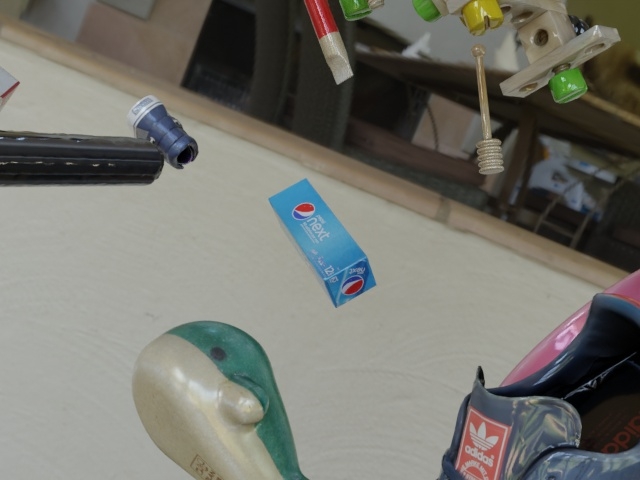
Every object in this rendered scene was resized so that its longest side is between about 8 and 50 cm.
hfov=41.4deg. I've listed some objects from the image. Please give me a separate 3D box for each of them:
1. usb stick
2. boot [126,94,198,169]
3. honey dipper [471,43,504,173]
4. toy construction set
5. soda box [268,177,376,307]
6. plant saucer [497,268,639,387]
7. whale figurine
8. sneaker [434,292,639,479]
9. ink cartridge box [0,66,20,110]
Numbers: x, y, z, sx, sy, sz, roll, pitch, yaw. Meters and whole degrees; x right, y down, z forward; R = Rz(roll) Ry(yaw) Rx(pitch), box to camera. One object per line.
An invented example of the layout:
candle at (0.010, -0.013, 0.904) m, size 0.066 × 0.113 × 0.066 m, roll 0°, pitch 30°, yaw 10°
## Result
usb stick at (-0.241, -0.065, 0.674) m, size 0.077 × 0.045 × 0.278 m, roll 11°, pitch 10°, yaw 32°
boot at (-0.205, -0.123, 1.136) m, size 0.086 × 0.069 × 0.190 m, roll 46°, pitch -6°, yaw 5°
honey dipper at (0.200, -0.161, 1.027) m, size 0.031 × 0.160 × 0.030 m, roll -3°, pitch -10°, yaw -1°
toy construction set at (0.149, -0.234, 0.857) m, size 0.309 × 0.237 × 0.257 m, roll -20°, pitch -5°, yaw 18°
soda box at (0.000, 0.000, 1.255) m, size 0.210 × 0.071 × 0.067 m, roll 54°, pitch -10°, yaw 44°
plant saucer at (0.354, 0.149, 1.051) m, size 0.084 × 0.332 × 0.332 m, roll 49°, pitch 11°, yaw 5°
whale figurine at (-0.084, 0.204, 0.938) m, size 0.272 × 0.216 × 0.141 m, roll 44°, pitch 52°, yaw 13°
sneaker at (0.105, 0.170, 0.520) m, size 0.131 × 0.350 × 0.148 m, roll 18°, pitch -33°, yaw 52°
ink cartridge box at (-0.458, -0.157, 1.087) m, size 0.056 × 0.135 × 0.099 m, roll 39°, pitch 33°, yaw -14°
